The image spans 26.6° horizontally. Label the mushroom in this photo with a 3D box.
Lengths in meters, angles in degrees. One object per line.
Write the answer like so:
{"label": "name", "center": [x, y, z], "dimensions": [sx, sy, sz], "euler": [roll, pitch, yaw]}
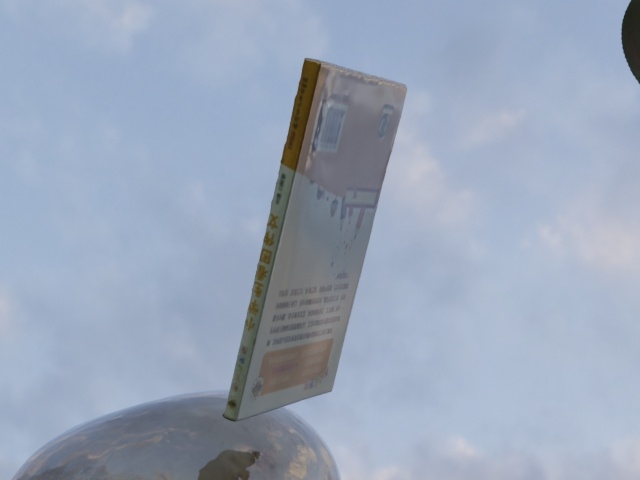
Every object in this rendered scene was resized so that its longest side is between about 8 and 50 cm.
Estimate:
{"label": "mushroom", "center": [-0.147, 0.311, 1.383], "dimensions": [0.362, 0.295, 0.362], "euler": [-16, -8, -2]}

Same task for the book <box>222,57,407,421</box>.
{"label": "book", "center": [0.000, 0.000, 1.156], "dimensions": [0.020, 0.295, 0.208], "euler": [16, 6, 21]}

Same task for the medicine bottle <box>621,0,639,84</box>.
{"label": "medicine bottle", "center": [0.322, -0.193, 0.982], "dimensions": [0.139, 0.225, 0.139], "euler": [26, -40, 24]}
